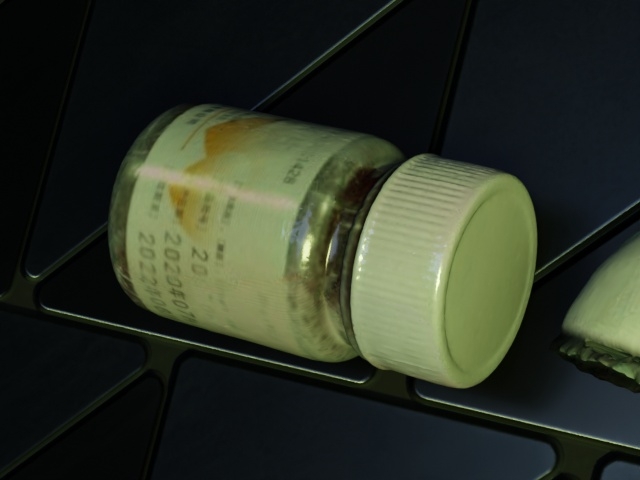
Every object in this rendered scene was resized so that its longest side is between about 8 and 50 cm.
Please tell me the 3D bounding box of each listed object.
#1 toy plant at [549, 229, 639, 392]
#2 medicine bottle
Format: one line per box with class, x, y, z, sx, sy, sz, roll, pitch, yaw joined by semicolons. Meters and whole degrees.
toy plant;0.301;-0.038;1.016;0.247;0.247;0.332;20;86;31
medicine bottle;0.000;0.000;1.202;0.273;0.165;0.165;12;84;31
